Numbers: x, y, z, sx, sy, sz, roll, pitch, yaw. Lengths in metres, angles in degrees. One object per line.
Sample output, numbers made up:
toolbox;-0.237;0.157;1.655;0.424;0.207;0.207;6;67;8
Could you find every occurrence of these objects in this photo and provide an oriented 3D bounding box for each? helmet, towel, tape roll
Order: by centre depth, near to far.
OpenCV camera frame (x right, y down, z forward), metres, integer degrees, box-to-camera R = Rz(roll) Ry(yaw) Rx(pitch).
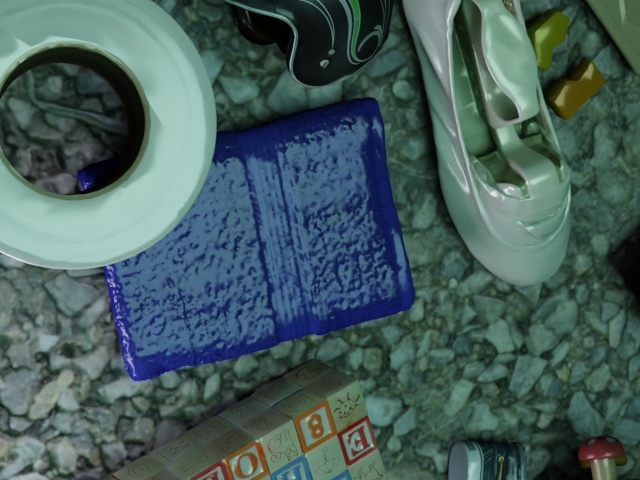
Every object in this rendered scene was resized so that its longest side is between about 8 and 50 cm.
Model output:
tape roll;-0.221;-0.099;1.302;0.246;0.169;0.246;0;92;-13
helmet;-0.017;-0.240;1.385;0.169;0.169;0.161;-31;131;-11
towel;-0.070;-0.004;1.486;0.308;0.076;0.227;-15;104;-16

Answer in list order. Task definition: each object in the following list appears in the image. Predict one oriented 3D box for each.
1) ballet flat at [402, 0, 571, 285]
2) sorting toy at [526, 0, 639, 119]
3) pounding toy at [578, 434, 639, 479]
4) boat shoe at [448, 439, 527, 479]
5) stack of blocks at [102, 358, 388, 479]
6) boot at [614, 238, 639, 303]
ballet flat;0.185;-0.111;1.525;0.139;0.139;0.400;-25;114;-14
sorting toy;0.319;-0.288;1.580;0.307;0.041;0.229;-44;121;-6
pounding toy;0.348;0.275;1.710;0.237;0.183;0.110;-2;80;-22
boat shoe;0.185;0.313;1.689;0.083;0.065;0.183;2;104;-22
stack of blocks;-0.079;0.269;1.520;0.297;0.087;0.171;-27;115;-26
boot;0.596;0.001;1.718;0.367;0.146;0.445;44;82;-17
